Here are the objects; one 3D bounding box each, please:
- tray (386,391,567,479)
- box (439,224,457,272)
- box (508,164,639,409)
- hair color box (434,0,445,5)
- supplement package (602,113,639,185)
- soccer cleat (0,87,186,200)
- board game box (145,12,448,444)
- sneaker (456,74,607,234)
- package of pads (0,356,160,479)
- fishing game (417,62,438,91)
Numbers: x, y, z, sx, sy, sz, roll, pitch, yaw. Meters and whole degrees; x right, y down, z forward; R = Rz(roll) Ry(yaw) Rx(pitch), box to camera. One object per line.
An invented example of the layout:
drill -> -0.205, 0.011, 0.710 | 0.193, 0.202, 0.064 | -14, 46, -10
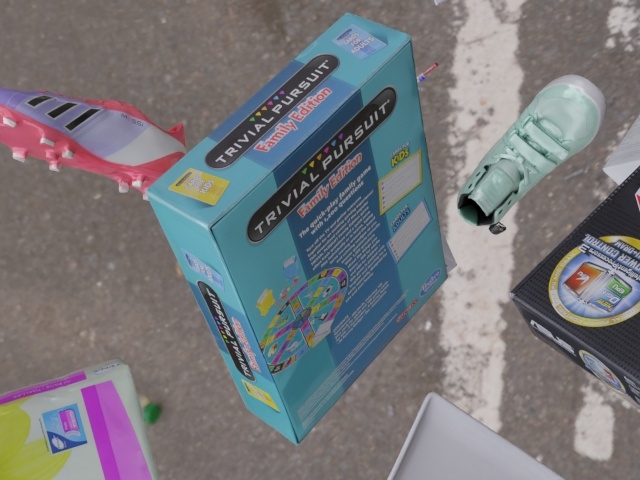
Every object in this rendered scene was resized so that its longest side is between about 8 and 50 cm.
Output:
tray -> 0.168, 0.279, 1.065 | 0.270, 0.145, 0.030 | 36, 162, -29
box -> 0.078, -0.023, 1.299 | 0.114, 0.203, 0.103 | -41, 128, 22
box -> 0.296, 0.038, 0.675 | 0.270, 0.216, 0.060 | 39, 169, 50
hair color box -> 0.280, -0.495, 1.409 | 0.347, 0.105, 0.173 | -24, 116, 14
supplement package -> 0.596, -0.153, 1.453 | 0.198, 0.262, 0.199 | 40, 166, -12
soccer cleat -> -0.248, -0.118, 1.057 | 0.083, 0.248, 0.095 | -13, 63, 46
board game box -> 0.000, 0.000, 0.940 | 0.079, 0.254, 0.336 | 28, 151, 33
sneaker -> 0.270, -0.101, 1.308 | 0.094, 0.151, 0.256 | 39, 148, 2
package of pads -> -0.277, 0.296, 1.046 | 0.101, 0.229, 0.296 | 176, 79, -74
fishing game -> 0.105, -0.212, 1.786 | 0.041, 0.264, 0.189 | 40, 155, -10
